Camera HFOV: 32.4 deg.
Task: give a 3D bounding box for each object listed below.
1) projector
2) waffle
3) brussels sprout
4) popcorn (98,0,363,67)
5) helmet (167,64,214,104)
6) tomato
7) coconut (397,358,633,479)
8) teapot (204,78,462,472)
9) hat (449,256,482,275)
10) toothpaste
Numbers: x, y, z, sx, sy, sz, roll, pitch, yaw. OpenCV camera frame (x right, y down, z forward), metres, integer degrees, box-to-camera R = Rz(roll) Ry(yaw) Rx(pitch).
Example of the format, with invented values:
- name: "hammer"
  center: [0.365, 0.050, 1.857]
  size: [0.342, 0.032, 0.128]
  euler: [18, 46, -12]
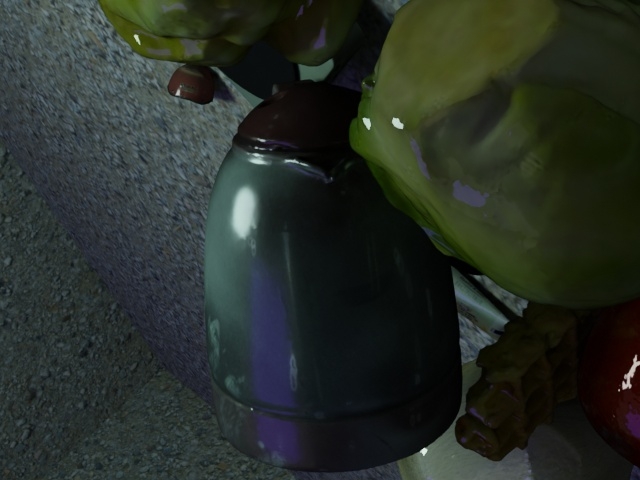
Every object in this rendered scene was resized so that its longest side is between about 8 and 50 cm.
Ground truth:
- name: "projector"
  center: [-0.080, -0.255, 1.141]
  size: [0.259, 0.079, 0.257]
  euler: [49, 163, -2]
- name: "waffle"
  center: [0.206, 0.122, 1.054]
  size: [0.055, 0.211, 0.160]
  euler: [36, 158, 31]
- name: "brussels sprout"
  center: [0.159, -0.073, 0.761]
  size: [0.259, 0.227, 0.294]
  euler: [23, 175, 39]
- name: "popcorn"
  center: [-0.110, -0.279, 0.812]
  size: [0.294, 0.292, 0.334]
  euler: [18, -153, -28]
- name: "helmet"
  center: [-0.172, -0.215, 1.489]
  size: [0.065, 0.049, 0.084]
  euler: [15, -168, -7]
- name: "tomato"
  center: [0.309, 0.138, 0.969]
  size: [0.200, 0.139, 0.233]
  euler: [44, 164, 33]
- name: "coconut"
  center: [0.226, 0.233, 1.225]
  size: [0.237, 0.266, 0.237]
  euler: [-19, -90, -73]
- name: "teapot"
  center: [0.000, 0.000, 1.018]
  size: [0.315, 0.233, 0.312]
  euler: [-115, 19, -67]
- name: "hat"
  center: [0.131, -0.058, 1.051]
  size: [0.205, 0.089, 0.205]
  euler: [49, 164, 19]
- name: "toothpaste"
  center: [0.112, 0.018, 1.324]
  size: [0.314, 0.058, 0.056]
  euler: [40, 117, 11]
